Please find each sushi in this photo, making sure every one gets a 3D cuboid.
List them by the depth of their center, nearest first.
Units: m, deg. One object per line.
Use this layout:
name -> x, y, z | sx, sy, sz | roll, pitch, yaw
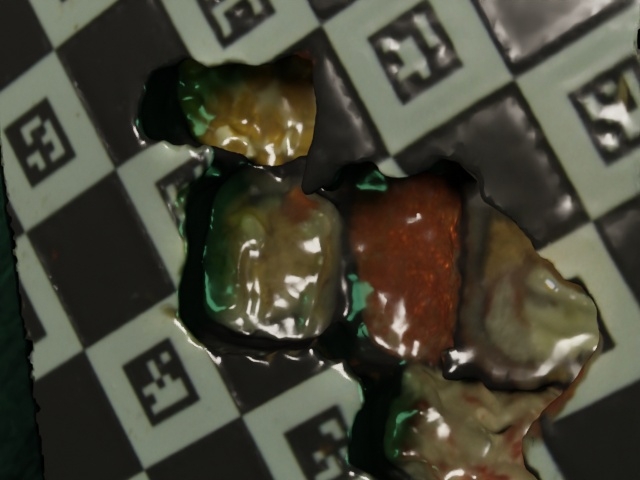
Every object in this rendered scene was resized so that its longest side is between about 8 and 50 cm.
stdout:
sushi -> 0.000, 0.000, 0.615 | 0.059, 0.292, 0.294 | -17, 104, -61
